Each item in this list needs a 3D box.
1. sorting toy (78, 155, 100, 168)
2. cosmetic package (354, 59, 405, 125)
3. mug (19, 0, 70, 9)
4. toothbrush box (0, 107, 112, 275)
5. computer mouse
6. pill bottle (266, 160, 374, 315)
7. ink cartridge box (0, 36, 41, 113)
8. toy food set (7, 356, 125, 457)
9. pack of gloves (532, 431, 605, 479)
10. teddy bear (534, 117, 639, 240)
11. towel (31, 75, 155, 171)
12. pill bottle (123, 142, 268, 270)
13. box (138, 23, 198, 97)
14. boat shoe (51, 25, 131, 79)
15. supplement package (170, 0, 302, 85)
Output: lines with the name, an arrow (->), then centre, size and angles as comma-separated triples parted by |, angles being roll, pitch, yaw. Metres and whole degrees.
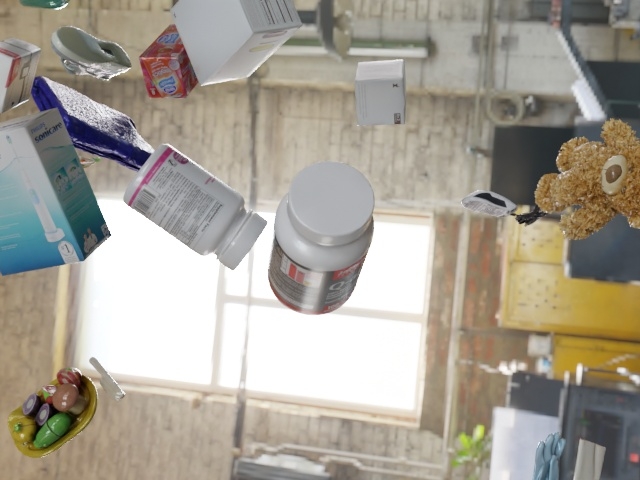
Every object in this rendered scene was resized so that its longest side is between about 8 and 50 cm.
sorting toy -> -0.641, -0.213, 2.466 | 0.062, 0.083, 0.012 | 23, -129, -61
cosmetic package -> 0.190, -0.461, 2.831 | 0.183, 0.152, 0.151 | -78, -16, -61
mug -> -0.544, -0.533, 1.830 | 0.158, 0.097, 0.129 | -83, -2, -74
toothbrush box -> -0.593, -0.095, 1.845 | 0.126, 0.216, 0.295 | -59, -46, -58
computer mouse -> 0.422, -0.083, 2.108 | 0.106, 0.193, 0.042 | 133, 151, -68
pill bottle -> 0.000, 0.000, 1.919 | 0.363, 0.210, 0.210 | 104, 178, -62
ink cartridge box -> -0.581, -0.308, 1.684 | 0.150, 0.063, 0.109 | -83, 13, -71
toy food set -> -0.480, 0.294, 1.639 | 0.128, 0.218, 0.071 | 50, 176, 34
pack of gloves -> 0.446, 0.483, 1.720 | 0.195, 0.046, 0.232 | 23, -105, -33
teddy bear -> 0.516, -0.121, 1.703 | 0.245, 0.113, 0.338 | -45, 20, 11
towel -> -0.546, -0.268, 2.186 | 0.076, 0.227, 0.308 | -50, -36, 12
pill bottle -> -0.264, -0.067, 1.947 | 0.160, 0.283, 0.160 | -53, 7, 9
box -> -0.408, -0.518, 2.601 | 0.257, 0.123, 0.128 | -69, -23, -53
boat shoe -> -0.457, -0.350, 1.760 | 0.079, 0.081, 0.227 | 62, -162, 10
supplement package -> -0.198, -0.509, 2.076 | 0.145, 0.262, 0.204 | -18, -97, -37
